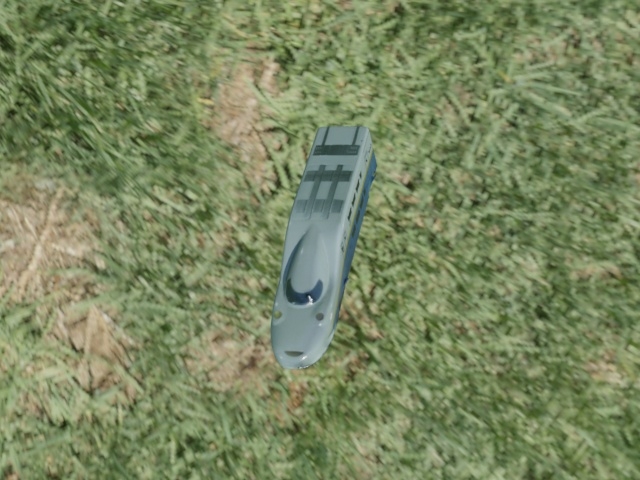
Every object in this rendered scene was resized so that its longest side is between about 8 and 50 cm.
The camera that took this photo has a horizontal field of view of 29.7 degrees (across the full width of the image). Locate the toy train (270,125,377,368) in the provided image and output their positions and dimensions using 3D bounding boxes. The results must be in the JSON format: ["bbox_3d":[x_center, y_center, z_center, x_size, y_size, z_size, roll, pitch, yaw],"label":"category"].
[{"bbox_3d":[0.000,0.000,0.957,0.052,0.234,0.051,1,133,16],"label":"toy train"}]
